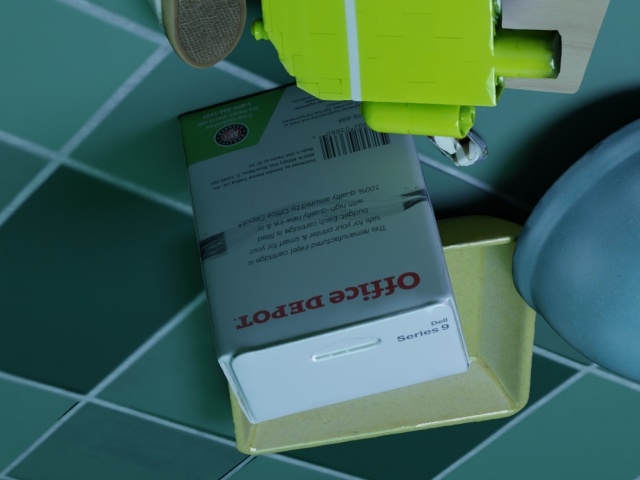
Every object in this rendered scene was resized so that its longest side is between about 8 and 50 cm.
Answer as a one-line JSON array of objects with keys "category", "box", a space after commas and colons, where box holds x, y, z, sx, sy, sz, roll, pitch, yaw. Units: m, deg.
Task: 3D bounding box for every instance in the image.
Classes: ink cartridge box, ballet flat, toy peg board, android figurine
[{"category": "ink cartridge box", "box": [0.000, 0.000, 1.672, 0.211, 0.289, 0.121, -14, 142, 4]}, {"category": "ballet flat", "box": [0.129, -0.094, 1.790, 0.041, 0.041, 0.114, -28, 139, 20]}, {"category": "toy peg board", "box": [0.165, -0.223, 1.624, 0.161, 0.079, 0.160, 3, 124, -18]}, {"category": "android figurine", "box": [0.066, -0.200, 1.549, 0.273, 0.056, 0.248, 3, 119, 18]}]

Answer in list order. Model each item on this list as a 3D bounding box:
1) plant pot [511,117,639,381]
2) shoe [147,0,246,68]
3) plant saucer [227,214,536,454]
[{"category": "plant pot", "box": [0.363, 0.035, 1.820, 0.293, 0.196, 0.293, -21, 144, -16]}, {"category": "shoe", "box": [-0.115, -0.228, 1.552, 0.076, 0.058, 0.219, -30, 147, -8]}, {"category": "plant saucer", "box": [0.059, 0.090, 1.972, 0.333, 0.081, 0.332, -8, 141, -4]}]
